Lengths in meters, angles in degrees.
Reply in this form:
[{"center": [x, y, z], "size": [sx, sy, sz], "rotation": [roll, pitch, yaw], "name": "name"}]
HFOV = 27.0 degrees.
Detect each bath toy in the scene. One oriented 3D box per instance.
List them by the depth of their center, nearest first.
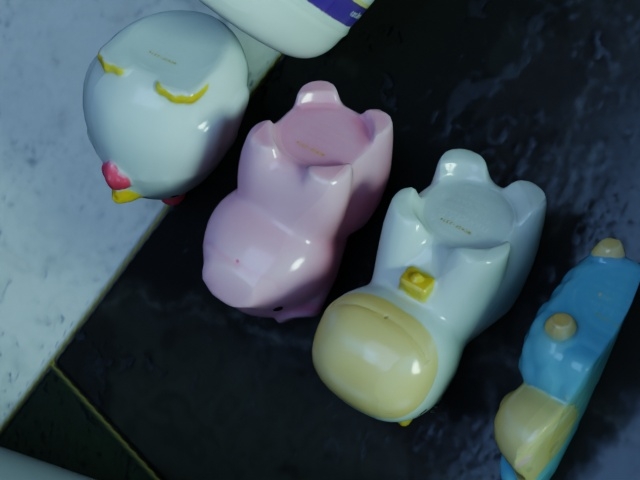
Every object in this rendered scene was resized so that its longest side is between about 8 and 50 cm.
[{"center": [0.000, 0.000, 0.753], "size": [0.348, 0.129, 0.151], "rotation": [34, 53, 23], "name": "bath toy"}]

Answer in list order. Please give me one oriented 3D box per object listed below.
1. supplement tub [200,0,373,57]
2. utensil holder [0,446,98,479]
[{"center": [0.013, -0.292, 0.715], "size": [0.331, 0.241, 0.241], "rotation": [-49, 67, 11], "name": "supplement tub"}, {"center": [-0.197, 0.263, 0.693], "size": [0.385, 0.327, 0.328], "rotation": [12, 88, 24], "name": "utensil holder"}]
